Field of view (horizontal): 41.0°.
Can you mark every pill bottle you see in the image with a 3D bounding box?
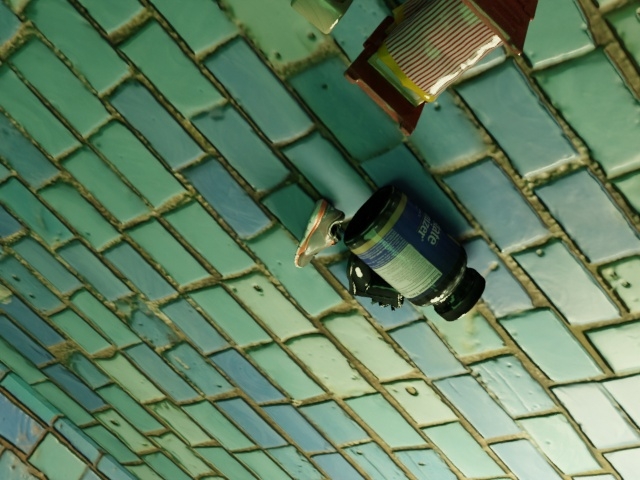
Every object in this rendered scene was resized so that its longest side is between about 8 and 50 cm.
[{"bbox_3d":[0.151,0.026,1.347,0.219,0.123,0.122,40,137,-14],"label":"pill bottle"}]

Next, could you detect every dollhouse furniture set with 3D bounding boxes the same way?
[{"bbox_3d":[0.056,-0.331,1.019,0.374,0.152,0.201,39,137,-13],"label":"dollhouse furniture set"}]

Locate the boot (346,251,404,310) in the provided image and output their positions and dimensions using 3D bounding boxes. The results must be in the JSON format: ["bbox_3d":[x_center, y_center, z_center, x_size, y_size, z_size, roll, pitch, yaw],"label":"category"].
[{"bbox_3d":[0.098,0.070,1.478,0.099,0.045,0.121,15,144,18],"label":"boot"}]

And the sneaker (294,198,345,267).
[{"bbox_3d":[0.000,0.000,1.452,0.064,0.061,0.158,22,139,-2],"label":"sneaker"}]
